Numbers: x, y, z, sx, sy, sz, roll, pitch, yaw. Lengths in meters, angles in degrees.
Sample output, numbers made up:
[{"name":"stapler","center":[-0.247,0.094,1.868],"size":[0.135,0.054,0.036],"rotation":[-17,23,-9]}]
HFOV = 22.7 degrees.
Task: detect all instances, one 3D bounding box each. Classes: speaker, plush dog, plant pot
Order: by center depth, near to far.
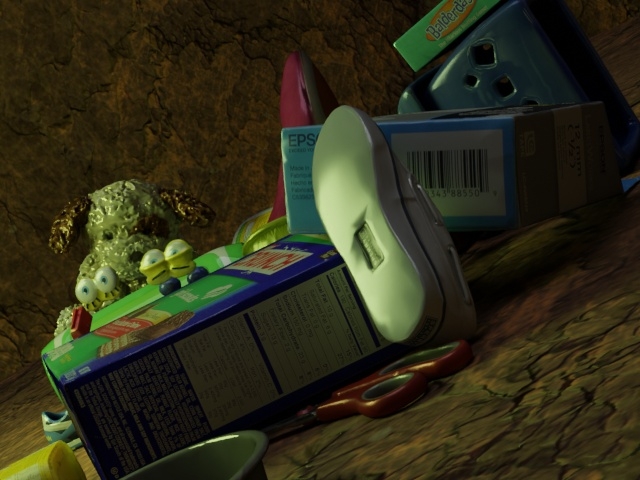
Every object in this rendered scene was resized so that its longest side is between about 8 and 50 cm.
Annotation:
[{"name":"plant pot","center":[0.235,-0.153,1.922],"size":[0.212,0.236,0.236],"rotation":[-32,4,22]},{"name":"speaker","center":[-0.204,0.118,2.059],"size":[0.296,0.131,0.131],"rotation":[-28,5,1]},{"name":"plush dog","center":[-0.247,0.020,2.188],"size":[0.262,0.225,0.211],"rotation":[-10,29,-5]}]

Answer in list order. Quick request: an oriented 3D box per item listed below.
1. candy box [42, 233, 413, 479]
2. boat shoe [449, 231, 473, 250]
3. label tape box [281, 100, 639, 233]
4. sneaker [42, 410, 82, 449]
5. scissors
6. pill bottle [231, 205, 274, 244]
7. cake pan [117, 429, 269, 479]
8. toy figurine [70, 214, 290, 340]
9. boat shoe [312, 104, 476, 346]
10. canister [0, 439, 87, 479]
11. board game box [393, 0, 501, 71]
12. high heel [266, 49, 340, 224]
[{"name":"candy box","center":[-0.097,0.105,1.557],"size":[0.317,0.122,0.268],"rotation":[-24,8,-12]},{"name":"boat shoe","center":[0.118,-0.025,1.942],"size":[0.110,0.122,0.341],"rotation":[-31,-6,22]},{"name":"label tape box","center":[0.154,-0.082,1.625],"size":[0.249,0.115,0.347],"rotation":[-1,9,30]},{"name":"sneaker","center":[-0.281,0.213,1.981],"size":[0.144,0.059,0.053],"rotation":[-27,3,5]},{"name":"scissors","center":[0.008,0.143,1.378],"size":[0.297,0.021,0.109],"rotation":[-25,9,46]},{"name":"pill bottle","center":[0.000,0.000,2.137],"size":[0.136,0.136,0.245],"rotation":[-33,7,-40]},{"name":"cake pan","center":[-0.155,0.233,1.148],"size":[0.293,0.054,0.293],"rotation":[-28,5,3]},{"name":"toy figurine","center":[-0.116,0.131,1.784],"size":[0.362,0.191,0.217],"rotation":[-19,38,19]},{"name":"boat shoe","center":[0.066,-0.009,1.425],"size":[0.084,0.258,0.095],"rotation":[12,-43,-38]},{"name":"canister","center":[-0.320,0.269,1.568],"size":[0.169,0.073,0.126],"rotation":[-27,5,2]},{"name":"board game box","center":[0.183,-0.283,1.929],"size":[0.160,0.047,0.210],"rotation":[-39,1,21]},{"name":"high heel","center":[-0.050,-0.065,2.003],"size":[0.181,0.377,0.127],"rotation":[-23,-36,19]}]
